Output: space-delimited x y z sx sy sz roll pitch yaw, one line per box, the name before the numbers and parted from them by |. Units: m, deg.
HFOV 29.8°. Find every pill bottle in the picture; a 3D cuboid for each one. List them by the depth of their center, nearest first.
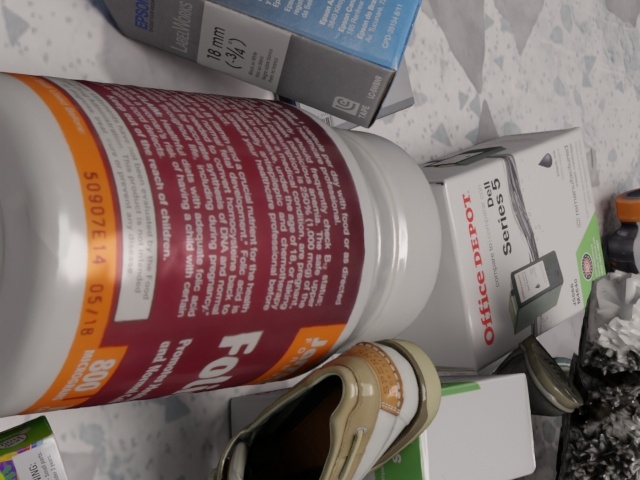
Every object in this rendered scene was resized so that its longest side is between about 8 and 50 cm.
pill bottle | -0.101 0.002 0.890 0.392 0.224 0.224 -1 88 -47
pill bottle | 0.445 0.054 1.554 0.130 0.130 0.246 -25 105 -46

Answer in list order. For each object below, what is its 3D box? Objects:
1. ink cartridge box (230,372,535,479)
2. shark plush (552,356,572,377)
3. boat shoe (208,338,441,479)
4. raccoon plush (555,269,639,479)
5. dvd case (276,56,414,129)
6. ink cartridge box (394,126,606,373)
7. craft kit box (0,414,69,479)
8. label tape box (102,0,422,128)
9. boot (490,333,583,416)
ink cartridge box | 0.050 0.170 1.051 0.160 0.219 0.093 -2 86 -48
shark plush | 0.348 0.174 1.486 0.161 0.067 0.073 -5 91 -48
boat shoe | -0.037 0.189 0.942 0.103 0.113 0.302 5 128 -51
raccoon plush | 0.398 0.213 1.211 0.446 0.299 0.216 75 24 -65
dvd case | 0.007 -0.227 1.165 0.179 0.029 0.239 -25 107 -46
ink cartridge box | 0.180 0.005 1.277 0.272 0.114 0.198 -22 104 -46
craft kit box | -0.251 0.271 0.762 0.246 0.061 0.250 -20 104 -16
label tape box | -0.067 -0.270 0.998 0.333 0.106 0.241 21 66 -1
boot | 0.145 0.185 1.136 0.076 0.208 0.189 51 6 5
